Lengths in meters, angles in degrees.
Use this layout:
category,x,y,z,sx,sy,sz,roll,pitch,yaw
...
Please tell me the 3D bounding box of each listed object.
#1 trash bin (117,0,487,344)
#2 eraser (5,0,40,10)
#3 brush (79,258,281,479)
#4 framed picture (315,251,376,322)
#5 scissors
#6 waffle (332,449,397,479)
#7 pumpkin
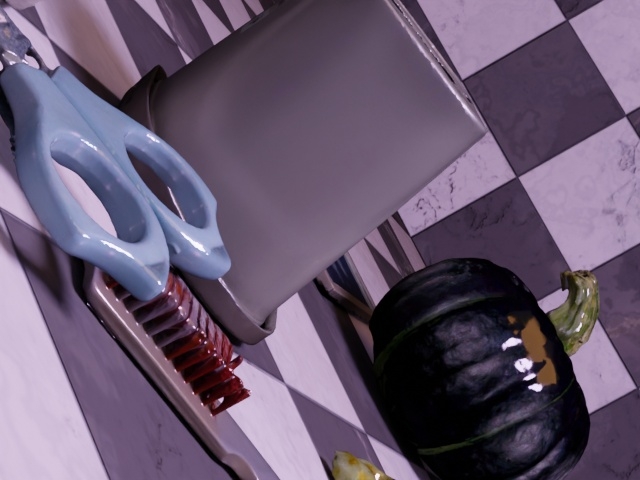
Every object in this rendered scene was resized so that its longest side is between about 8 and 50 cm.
category,x,y,z,sx,sy,sz,roll,pitch,yaw
trash bin,-0.016,-0.086,1.252,0.219,0.250,0.220,51,10,-16
eraser,-0.126,-0.320,1.182,0.150,0.331,0.331,58,8,-12
brush,-0.052,0.119,1.018,0.321,0.050,0.060,57,5,-31
framed picture,0.000,0.000,1.897,0.209,0.019,0.281,63,8,15
scissors,-0.187,-0.113,0.938,0.360,0.029,0.191,51,20,7
waffle,0.091,0.287,1.287,0.204,0.054,0.223,54,10,-43
pumpkin,0.210,0.147,1.769,0.296,0.296,0.296,58,8,-13
